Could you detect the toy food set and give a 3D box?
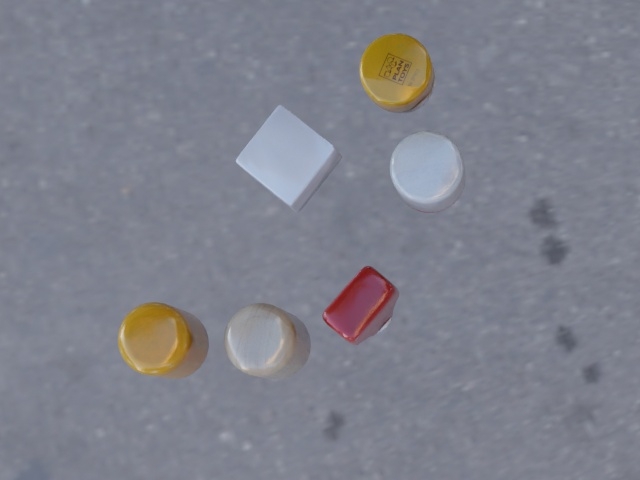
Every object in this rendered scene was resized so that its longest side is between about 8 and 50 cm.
[{"bbox_3d":[0.000,0.000,1.097,0.111,0.104,0.232,38,89,8],"label":"toy food set"}]
